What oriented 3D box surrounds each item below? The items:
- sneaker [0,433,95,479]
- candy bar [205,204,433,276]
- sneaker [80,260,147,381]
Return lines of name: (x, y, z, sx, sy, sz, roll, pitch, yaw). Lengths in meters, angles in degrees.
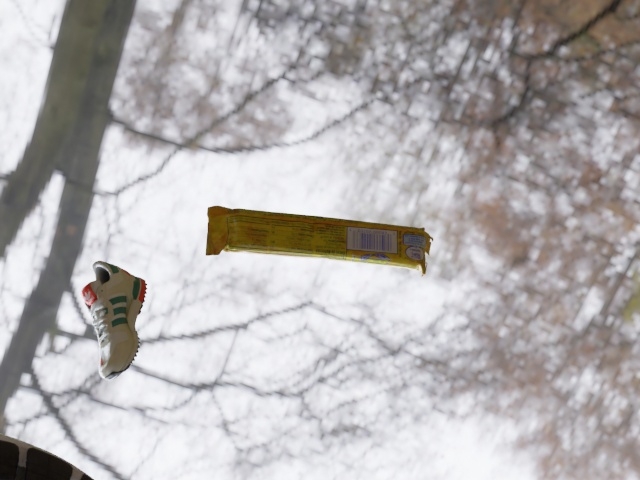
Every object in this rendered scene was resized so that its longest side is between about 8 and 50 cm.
sneaker: (-0.238, 0.140, 0.843, 0.300, 0.111, 0.121, 30, 176, -10)
candy bar: (0.000, 0.000, 0.991, 0.161, 0.018, 0.040, 6, -122, -5)
sneaker: (-0.249, 0.090, 1.636, 0.075, 0.057, 0.161, 36, -144, -27)
